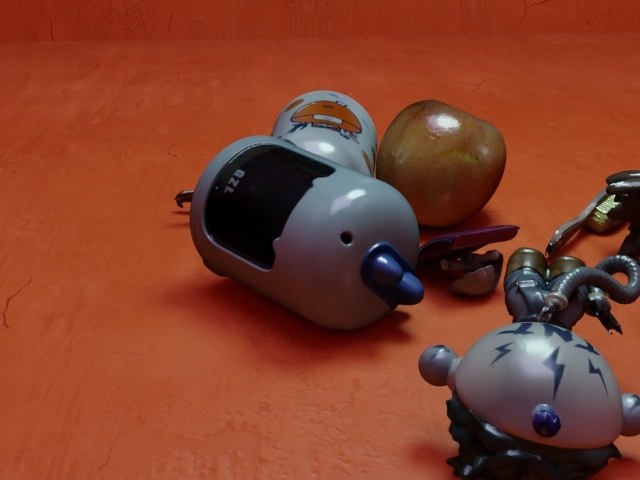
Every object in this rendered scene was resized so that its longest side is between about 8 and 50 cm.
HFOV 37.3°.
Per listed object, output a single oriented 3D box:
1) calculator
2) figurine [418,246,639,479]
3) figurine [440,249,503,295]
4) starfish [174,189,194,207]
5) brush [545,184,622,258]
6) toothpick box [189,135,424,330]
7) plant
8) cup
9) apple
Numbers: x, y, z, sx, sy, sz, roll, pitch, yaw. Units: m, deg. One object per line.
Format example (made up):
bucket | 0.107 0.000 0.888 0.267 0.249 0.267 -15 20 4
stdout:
calculator | 0.216 0.008 1.516 0.126 0.034 0.190 -10 -9 -26
figurine | 0.249 0.150 1.112 0.261 0.186 0.382 0 26 15
figurine | 0.243 0.044 1.483 0.086 0.094 0.082 18 49 -38
starfish | -0.166 -0.067 1.800 0.238 0.057 0.213 3 15 -21
brush | 0.489 -0.033 1.697 0.067 0.072 0.313 29 35 26
toothpick box | 0.000 0.000 1.424 0.263 0.263 0.354 -18 29 -37
plant | 0.623 -0.077 1.570 0.320 0.194 0.181 -28 13 -5
cup | -0.003 -0.131 1.751 0.212 0.212 0.317 1 25 4
apple | 0.216 -0.136 1.753 0.253 0.254 0.253 0 23 0
